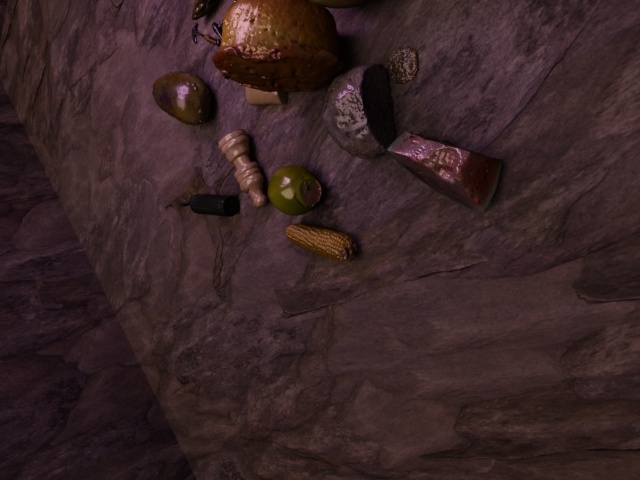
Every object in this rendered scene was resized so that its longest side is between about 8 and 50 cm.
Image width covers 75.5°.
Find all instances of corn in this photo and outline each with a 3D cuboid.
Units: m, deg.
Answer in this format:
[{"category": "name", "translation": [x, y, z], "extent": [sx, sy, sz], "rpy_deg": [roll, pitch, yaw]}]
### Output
[{"category": "corn", "translation": [0.000, 0.000, 1.532], "extent": [0.306, 0.106, 0.106], "rpy_deg": [19, 114, 37]}]

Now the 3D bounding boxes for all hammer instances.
[{"category": "hammer", "translation": [-0.473, -0.834, 1.707], "extent": [0.201, 0.021, 0.078], "rpy_deg": [37, 124, 30]}]

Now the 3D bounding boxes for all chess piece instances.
[{"category": "chess piece", "translation": [-0.297, -0.281, 1.685], "extent": [0.139, 0.124, 0.306], "rpy_deg": [-26, 90, 7]}]

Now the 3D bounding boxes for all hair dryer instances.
[{"category": "hair dryer", "translation": [-0.388, -0.848, 1.644], "extent": [0.083, 0.031, 0.078], "rpy_deg": [-31, 94, 32]}]

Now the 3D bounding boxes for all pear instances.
[{"category": "pear", "translation": [-0.106, -0.184, 1.516], "extent": [0.220, 0.188, 0.187], "rpy_deg": [19, 115, 47]}]

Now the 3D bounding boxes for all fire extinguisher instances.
[{"category": "fire extinguisher", "translation": [-0.512, -0.162, 1.881], "extent": [0.312, 0.115, 0.095], "rpy_deg": [8, 112, 38]}]

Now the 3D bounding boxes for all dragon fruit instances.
[{"category": "dragon fruit", "translation": [0.097, -0.384, 1.269], "extent": [0.204, 0.221, 0.282], "rpy_deg": [-5, 102, 33]}]

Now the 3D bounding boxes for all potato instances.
[{"category": "potato", "translation": [-0.597, -0.619, 1.777], "extent": [0.308, 0.173, 0.209], "rpy_deg": [27, 120, 27]}]

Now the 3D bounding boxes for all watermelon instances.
[{"category": "watermelon", "translation": [0.348, -0.219, 1.128], "extent": [0.319, 0.226, 0.148], "rpy_deg": [35, 96, 10]}]

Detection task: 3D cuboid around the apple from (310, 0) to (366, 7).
[{"category": "apple", "translation": [0.056, -0.802, 1.128], "extent": [0.278, 0.319, 0.319], "rpy_deg": [25, 123, -9]}]

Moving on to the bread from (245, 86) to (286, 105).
[{"category": "bread", "translation": [-0.207, -0.579, 1.551], "extent": [0.179, 0.060, 0.139], "rpy_deg": [10, 109, 36]}]

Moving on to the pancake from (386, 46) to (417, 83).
[{"category": "pancake", "translation": [0.244, -0.523, 1.238], "extent": [0.108, 0.017, 0.107], "rpy_deg": [15, 114, 37]}]

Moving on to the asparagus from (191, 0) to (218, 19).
[{"category": "asparagus", "translation": [-0.418, -0.968, 1.600], "extent": [0.287, 0.080, 0.080], "rpy_deg": [-40, 77, 30]}]

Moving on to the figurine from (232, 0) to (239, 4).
[{"category": "figurine", "translation": [-0.260, -0.816, 1.477], "extent": [0.189, 0.142, 0.263], "rpy_deg": [54, 132, 43]}]

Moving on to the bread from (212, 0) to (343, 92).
[{"category": "bread", "translation": [-0.128, -0.586, 1.275], "extent": [0.399, 0.398, 0.215], "rpy_deg": [7, 97, 37]}]
